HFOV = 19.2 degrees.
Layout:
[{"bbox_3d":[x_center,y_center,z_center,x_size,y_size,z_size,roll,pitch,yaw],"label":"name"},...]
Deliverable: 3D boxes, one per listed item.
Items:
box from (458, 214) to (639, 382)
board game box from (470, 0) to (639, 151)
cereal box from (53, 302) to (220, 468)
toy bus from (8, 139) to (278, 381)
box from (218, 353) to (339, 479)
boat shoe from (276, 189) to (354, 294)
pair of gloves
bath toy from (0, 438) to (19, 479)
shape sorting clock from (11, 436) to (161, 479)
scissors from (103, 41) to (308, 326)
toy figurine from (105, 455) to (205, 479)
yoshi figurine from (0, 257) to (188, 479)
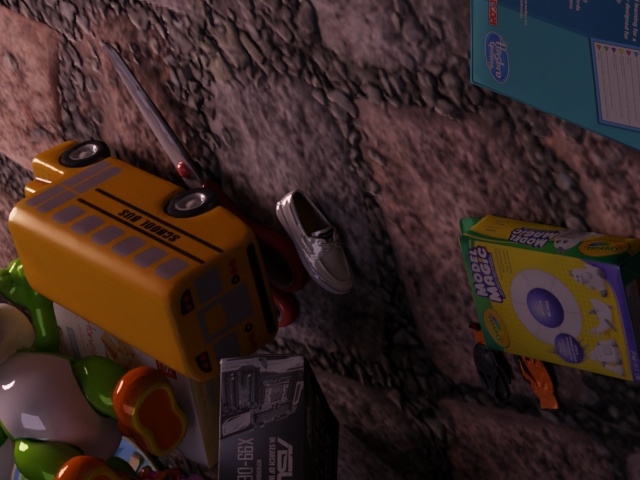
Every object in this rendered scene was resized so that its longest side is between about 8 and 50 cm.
[{"bbox_3d":[0.175,0.041,1.437,0.179,0.043,0.105,12,127,47],"label":"box"},{"bbox_3d":[0.243,-0.163,1.151,0.336,0.079,0.254,27,137,34],"label":"board game box"},{"bbox_3d":[-0.196,0.119,1.937,0.240,0.047,0.173,19,132,41],"label":"cereal box"},{"bbox_3d":[-0.172,0.011,1.719,0.332,0.130,0.108,24,137,47],"label":"toy bus"},{"bbox_3d":[-0.035,0.274,1.613,0.076,0.308,0.242,-2,160,6],"label":"box"},{"bbox_3d":[0.000,0.000,1.619,0.100,0.035,0.035,59,149,6],"label":"boat shoe"},{"bbox_3d":[0.156,0.104,1.540,0.083,0.010,0.074,6,123,49],"label":"pair of gloves"},{"bbox_3d":[-0.407,0.169,2.161,0.151,0.129,0.348,4,121,49],"label":"bath toy"},{"bbox_3d":[-0.255,0.296,2.096,0.206,0.040,0.206,8,111,22],"label":"shape sorting clock"},{"bbox_3d":[-0.116,-0.046,1.727,0.297,0.021,0.109,47,147,8],"label":"scissors"},{"bbox_3d":[-0.132,0.273,1.935,0.159,0.130,0.173,-20,120,43],"label":"toy figurine"},{"bbox_3d":[-0.316,0.125,1.894,0.362,0.203,0.203,29,122,36],"label":"yoshi figurine"}]
